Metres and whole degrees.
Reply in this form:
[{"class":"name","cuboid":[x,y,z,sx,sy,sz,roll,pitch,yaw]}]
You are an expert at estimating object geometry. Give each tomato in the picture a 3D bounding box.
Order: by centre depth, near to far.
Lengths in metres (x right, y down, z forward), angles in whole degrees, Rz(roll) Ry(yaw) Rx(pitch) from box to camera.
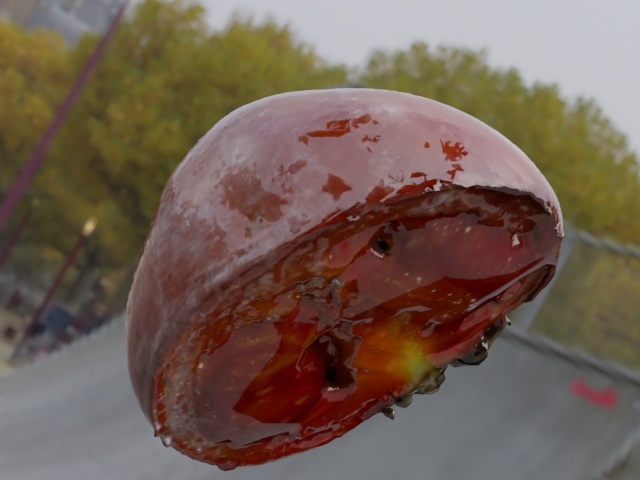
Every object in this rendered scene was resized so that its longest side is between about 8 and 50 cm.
[{"class":"tomato","cuboid":[0.000,0.000,0.650,0.139,0.159,0.091,35,27,-55]}]
